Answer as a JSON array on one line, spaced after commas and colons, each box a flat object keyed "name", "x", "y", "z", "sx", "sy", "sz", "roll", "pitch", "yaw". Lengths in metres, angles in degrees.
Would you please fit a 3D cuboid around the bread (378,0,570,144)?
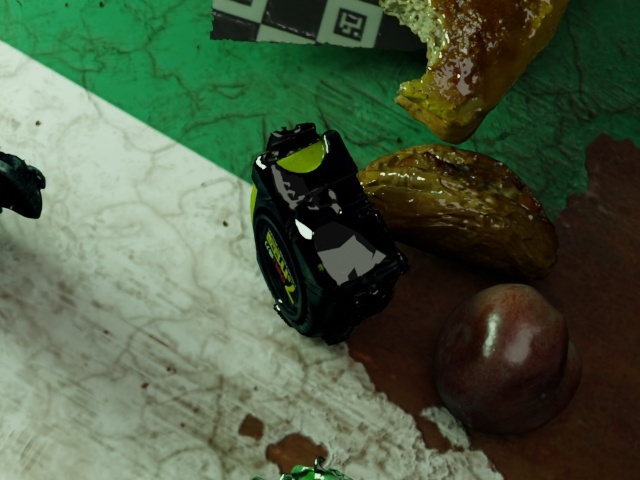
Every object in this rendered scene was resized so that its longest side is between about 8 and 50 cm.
[{"name": "bread", "x": 0.188, "y": -0.289, "z": 1.749, "sx": 0.185, "sy": 0.109, "sz": 0.380, "roll": 37, "pitch": 72, "yaw": 0}]

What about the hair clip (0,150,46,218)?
[{"name": "hair clip", "x": -0.425, "y": -0.068, "z": 1.572, "sx": 0.310, "sy": 0.206, "sz": 0.194, "roll": 37, "pitch": 74, "yaw": 2}]

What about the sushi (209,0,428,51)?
[{"name": "sushi", "x": 0.038, "y": -0.350, "z": 1.830, "sx": 0.339, "sy": 0.069, "sz": 0.320, "roll": 1, "pitch": 74, "yaw": -11}]

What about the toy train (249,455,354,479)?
[{"name": "toy train", "x": 0.033, "y": 0.302, "z": 1.492, "sx": 0.243, "sy": 0.188, "sz": 0.132, "roll": 25, "pitch": 71, "yaw": 12}]

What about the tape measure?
[{"name": "tape measure", "x": 0.000, "y": 0.000, "z": 1.618, "sx": 0.112, "sy": 0.186, "sz": 0.199, "roll": -18, "pitch": 68, "yaw": -19}]

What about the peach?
[{"name": "peach", "x": 0.186, "y": 0.128, "z": 1.622, "sx": 0.152, "sy": 0.152, "sz": 0.152, "roll": 3, "pitch": 68, "yaw": -7}]

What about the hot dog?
[{"name": "hot dog", "x": 0.147, "y": -0.030, "z": 1.685, "sx": 0.226, "sy": 0.099, "sz": 0.160, "roll": 20, "pitch": 24, "yaw": -9}]
